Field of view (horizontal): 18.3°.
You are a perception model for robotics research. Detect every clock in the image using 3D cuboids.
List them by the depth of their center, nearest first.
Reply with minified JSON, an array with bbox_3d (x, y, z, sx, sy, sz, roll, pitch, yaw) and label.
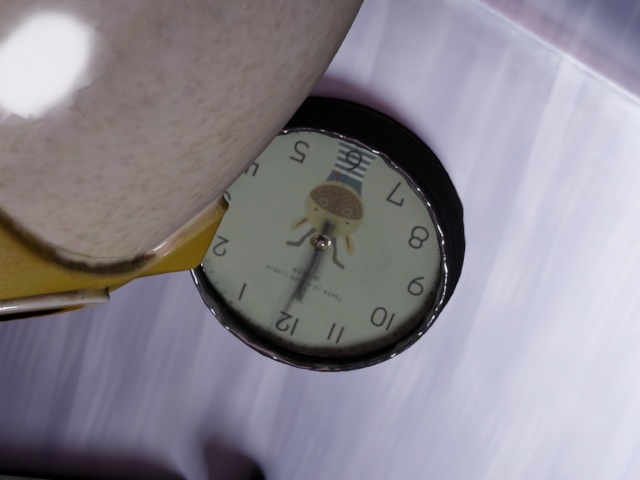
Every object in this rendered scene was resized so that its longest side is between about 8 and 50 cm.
[{"bbox_3d":[0.000,0.000,1.267,0.184,0.040,0.184,7,118,14],"label":"clock"}]

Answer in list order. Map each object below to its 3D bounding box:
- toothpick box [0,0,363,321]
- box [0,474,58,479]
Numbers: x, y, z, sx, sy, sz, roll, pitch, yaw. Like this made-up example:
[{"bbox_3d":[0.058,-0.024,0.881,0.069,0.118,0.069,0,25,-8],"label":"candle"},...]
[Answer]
[{"bbox_3d":[-0.189,-0.154,1.036,0.409,0.409,0.425,39,127,-5],"label":"toothpick box"},{"bbox_3d":[-0.216,0.253,1.451,0.259,0.071,0.168,2,118,15],"label":"box"}]
